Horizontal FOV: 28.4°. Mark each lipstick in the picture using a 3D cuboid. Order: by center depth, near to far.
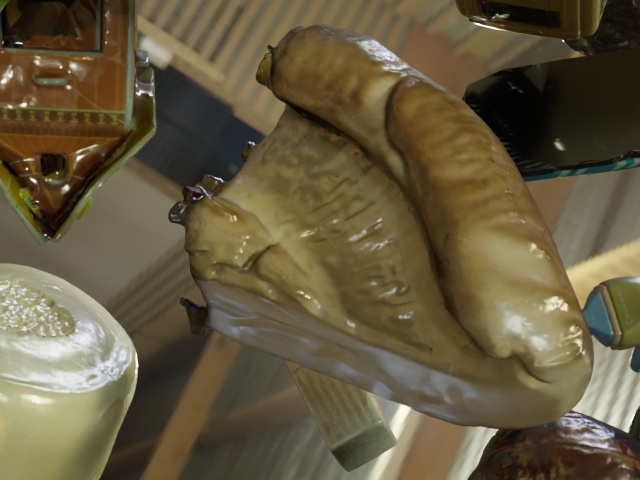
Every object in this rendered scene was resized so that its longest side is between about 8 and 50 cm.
[{"bbox_3d":[-0.019,0.121,1.619,0.080,0.076,0.371,-30,-129,1],"label":"lipstick"}]

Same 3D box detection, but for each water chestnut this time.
[{"bbox_3d":[0.358,0.423,1.869,0.335,0.335,0.347,-44,-150,50],"label":"water chestnut"}]

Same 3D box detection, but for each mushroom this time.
[{"bbox_3d":[0.096,-0.004,1.181,0.313,0.397,0.224,-60,155,-20],"label":"mushroom"}]

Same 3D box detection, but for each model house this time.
[{"bbox_3d":[-0.335,-0.187,1.310,0.300,0.340,0.323,-101,-165,-57],"label":"model house"}]

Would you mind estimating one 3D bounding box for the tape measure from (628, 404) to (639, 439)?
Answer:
[{"bbox_3d":[0.628,0.337,2.135,0.223,0.202,0.135,-43,159,1],"label":"tape measure"}]

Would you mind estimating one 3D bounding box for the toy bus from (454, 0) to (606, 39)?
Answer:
[{"bbox_3d":[0.191,-0.317,1.111,0.365,0.177,0.201,41,62,-74],"label":"toy bus"}]

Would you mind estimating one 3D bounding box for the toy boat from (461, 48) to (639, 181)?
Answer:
[{"bbox_3d":[0.294,-0.118,1.355,0.092,0.299,0.134,99,-20,-57],"label":"toy boat"}]

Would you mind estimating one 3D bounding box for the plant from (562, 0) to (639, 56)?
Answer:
[{"bbox_3d":[0.386,-0.378,1.714,0.149,0.146,0.274,120,-23,-51],"label":"plant"}]

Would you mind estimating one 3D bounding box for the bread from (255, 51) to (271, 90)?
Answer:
[{"bbox_3d":[-0.026,-0.281,2.112,0.157,0.094,0.083,-36,152,-46],"label":"bread"}]

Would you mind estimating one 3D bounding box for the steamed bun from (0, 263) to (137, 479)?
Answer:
[{"bbox_3d":[-0.444,0.268,1.881,0.456,0.290,0.371,-103,-148,-68],"label":"steamed bun"}]

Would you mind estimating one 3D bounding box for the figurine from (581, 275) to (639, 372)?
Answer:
[{"bbox_3d":[0.544,0.120,2.072,0.262,0.180,0.153,-15,-136,3],"label":"figurine"}]
